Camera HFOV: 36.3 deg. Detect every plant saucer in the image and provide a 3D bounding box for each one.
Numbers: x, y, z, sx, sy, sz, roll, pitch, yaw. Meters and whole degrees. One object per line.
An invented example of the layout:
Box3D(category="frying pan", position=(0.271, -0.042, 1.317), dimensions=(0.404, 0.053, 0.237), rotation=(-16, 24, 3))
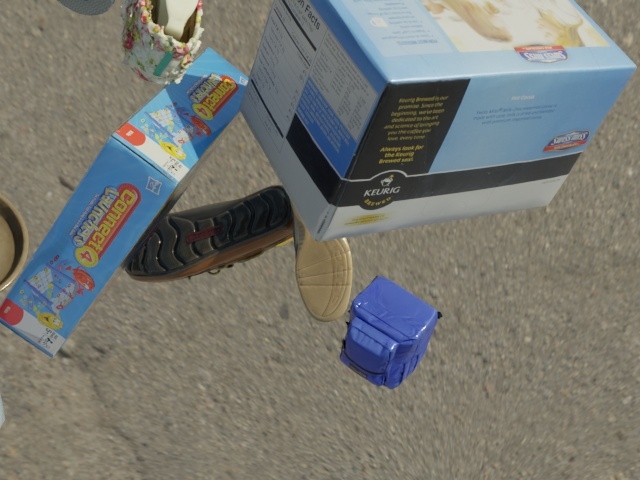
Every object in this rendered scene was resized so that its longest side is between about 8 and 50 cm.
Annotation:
Box3D(category="plant saucer", position=(-0.690, 0.008, 1.823), dimensions=(0.278, 0.041, 0.278), rotation=(9, 56, -14))

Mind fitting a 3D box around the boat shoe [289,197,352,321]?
Box3D(category="boat shoe", position=(0.000, 0.000, 1.726), dimensions=(0.103, 0.092, 0.285), rotation=(-12, 88, 6))

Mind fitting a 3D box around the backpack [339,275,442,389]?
Box3D(category="backpack", position=(0.070, 0.118, 1.149), dimensions=(0.098, 0.120, 0.101), rotation=(37, 57, 21))

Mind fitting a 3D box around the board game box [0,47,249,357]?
Box3D(category="board game box", position=(-0.229, -0.053, 1.188), dimensions=(0.086, 0.302, 0.308), rotation=(37, 121, -7))

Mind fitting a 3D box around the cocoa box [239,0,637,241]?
Box3D(category="cocoa box", position=(0.125, -0.173, 1.105), dimensions=(0.347, 0.228, 0.231), rotation=(-9, 51, -31))

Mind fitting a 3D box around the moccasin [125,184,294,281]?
Box3D(category="moccasin", position=(-0.202, -0.005, 1.869), dimensions=(0.380, 0.147, 0.139), rotation=(-23, 68, 12))

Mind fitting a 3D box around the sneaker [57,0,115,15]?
Box3D(category="sneaker", position=(-0.278, -0.324, 0.903), dimensions=(0.094, 0.258, 0.091), rotation=(-11, 52, 27))

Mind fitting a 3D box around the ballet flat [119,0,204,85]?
Box3D(category="ballet flat", position=(-0.127, -0.255, 0.868), dimensions=(0.091, 0.077, 0.241), rotation=(7, 74, -30))

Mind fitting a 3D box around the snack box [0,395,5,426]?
Box3D(category="snack box", position=(-0.516, 0.178, 1.227), dimensions=(0.207, 0.174, 0.070), rotation=(10, 44, 3))
